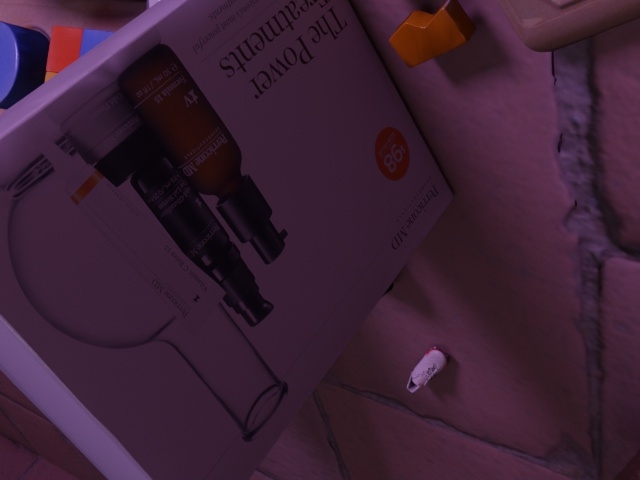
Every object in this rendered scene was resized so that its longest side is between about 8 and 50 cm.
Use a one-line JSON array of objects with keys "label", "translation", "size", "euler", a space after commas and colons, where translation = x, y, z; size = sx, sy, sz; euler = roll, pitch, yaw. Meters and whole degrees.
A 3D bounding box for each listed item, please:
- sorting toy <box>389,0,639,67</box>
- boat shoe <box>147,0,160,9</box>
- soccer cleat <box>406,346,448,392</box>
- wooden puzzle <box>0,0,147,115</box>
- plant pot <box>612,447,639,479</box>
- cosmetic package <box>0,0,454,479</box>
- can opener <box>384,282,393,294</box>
[{"label": "sorting toy", "translation": [0.128, -0.222, 0.465], "size": [0.307, 0.041, 0.229], "euler": [-13, 127, 50]}, {"label": "boat shoe", "translation": [-0.124, -0.155, 0.658], "size": [0.076, 0.083, 0.226], "euler": [-7, 83, 43]}, {"label": "soccer cleat", "translation": [0.125, 0.154, 0.902], "size": [0.029, 0.035, 0.083], "euler": [37, 146, 5]}, {"label": "wooden puzzle", "translation": [-0.289, -0.100, 0.806], "size": [0.348, 0.081, 0.322], "euler": [15, 98, 35]}, {"label": "plant pot", "translation": [0.375, 0.274, 0.678], "size": [0.230, 0.215, 0.215], "euler": [40, 150, 27]}, {"label": "cosmetic package", "translation": [-0.074, -0.026, 0.577], "size": [0.097, 0.377, 0.284], "euler": [-2, 129, 46]}, {"label": "can opener", "translation": [0.000, 0.000, 0.823], "size": [0.186, 0.059, 0.073], "euler": [36, 147, 5]}]
